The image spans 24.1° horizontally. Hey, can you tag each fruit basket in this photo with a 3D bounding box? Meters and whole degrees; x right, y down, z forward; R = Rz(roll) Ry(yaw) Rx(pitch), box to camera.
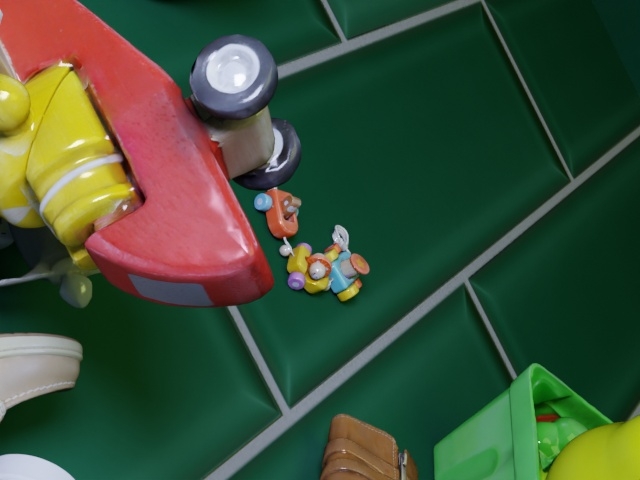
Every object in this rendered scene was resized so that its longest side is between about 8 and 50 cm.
[{"bbox_3d":[0.303,0.310,1.587,0.283,0.392,0.392,37,40,-38],"label":"fruit basket"}]

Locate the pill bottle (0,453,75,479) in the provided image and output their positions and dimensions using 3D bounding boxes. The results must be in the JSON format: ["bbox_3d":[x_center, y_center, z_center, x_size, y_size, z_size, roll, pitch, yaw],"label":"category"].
[{"bbox_3d":[-0.235,0.256,1.045,0.117,0.117,0.215,48,35,-25],"label":"pill bottle"}]

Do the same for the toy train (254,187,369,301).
[{"bbox_3d":[0.000,0.000,1.657,0.166,0.046,0.125,22,51,-48],"label":"toy train"}]

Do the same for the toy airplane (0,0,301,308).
[{"bbox_3d":[-0.233,-0.101,1.093,0.272,0.384,0.386,-47,115,-12],"label":"toy airplane"}]

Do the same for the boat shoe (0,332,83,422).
[{"bbox_3d":[-0.289,0.133,1.071,0.302,0.109,0.098,-10,82,-53],"label":"boat shoe"}]

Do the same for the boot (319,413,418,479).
[{"bbox_3d":[0.022,0.255,1.442,0.283,0.109,0.220,42,39,-36],"label":"boot"}]

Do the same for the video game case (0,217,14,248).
[{"bbox_3d":[-0.352,-0.084,1.205,0.212,0.023,0.193,0,68,-57],"label":"video game case"}]
